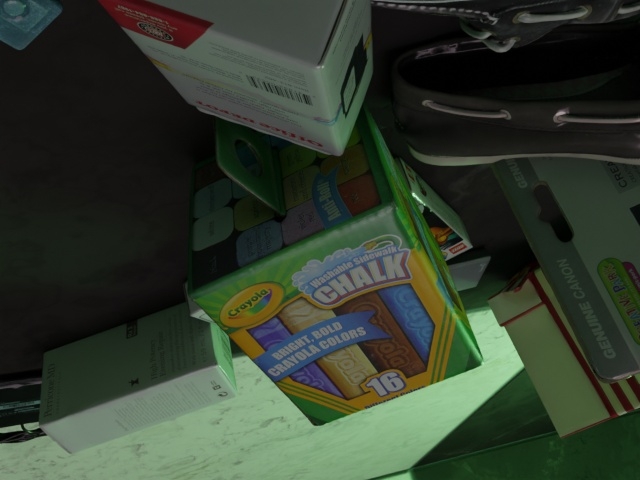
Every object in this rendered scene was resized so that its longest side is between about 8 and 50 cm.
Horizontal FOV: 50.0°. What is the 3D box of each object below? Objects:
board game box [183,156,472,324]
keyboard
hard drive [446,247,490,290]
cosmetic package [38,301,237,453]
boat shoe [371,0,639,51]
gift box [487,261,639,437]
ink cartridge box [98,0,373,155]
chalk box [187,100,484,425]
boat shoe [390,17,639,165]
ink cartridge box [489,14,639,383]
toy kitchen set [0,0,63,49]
[{"bbox_3d":[0.012,0.029,0.839,0.305,0.053,0.193,-30,148,20],"label":"board game box"},{"bbox_3d":[-0.431,0.242,0.984,0.317,0.033,0.201,-4,142,-23],"label":"keyboard"},{"bbox_3d":[0.174,0.054,1.006,0.135,0.022,0.094,-13,151,-10],"label":"hard drive"},{"bbox_3d":[-0.229,0.168,0.867,0.231,0.117,0.085,-20,136,1],"label":"cosmetic package"},{"bbox_3d":[0.142,-0.185,0.471,0.335,0.121,0.119,-10,146,-18],"label":"boat shoe"},{"bbox_3d":[0.420,0.110,0.994,0.255,0.258,0.276,-36,154,30],"label":"gift box"},{"bbox_3d":[-0.039,-0.123,0.418,0.127,0.072,0.175,20,175,7],"label":"ink cartridge box"},{"bbox_3d":[0.000,0.000,0.612,0.179,0.180,0.289,-23,132,12],"label":"chalk box"},{"bbox_3d":[0.217,-0.127,0.552,0.335,0.112,0.095,-4,145,23],"label":"boat shoe"},{"bbox_3d":[0.313,-0.047,0.614,0.272,0.309,0.130,-24,151,13],"label":"ink cartridge box"},{"bbox_3d":[-0.273,-0.110,0.367,0.207,0.122,0.166,-30,149,21],"label":"toy kitchen set"}]
